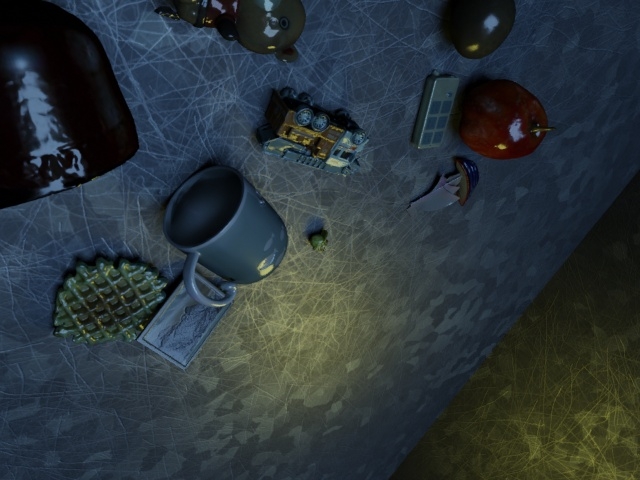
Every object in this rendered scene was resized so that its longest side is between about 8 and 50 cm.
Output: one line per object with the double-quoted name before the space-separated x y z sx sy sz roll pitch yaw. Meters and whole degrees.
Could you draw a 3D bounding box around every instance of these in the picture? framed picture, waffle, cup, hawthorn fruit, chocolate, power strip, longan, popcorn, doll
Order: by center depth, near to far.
"chocolate" -0.565 -0.272 0.929 0.384 0.384 0.331 -26 121 -18
"doll" -0.189 -0.526 1.116 0.330 0.234 0.174 7 160 -30
"cup" -0.253 0.016 1.364 0.274 0.260 0.356 45 49 -49
"waffle" -0.598 0.176 1.425 0.292 0.056 0.309 11 115 -40
"longan" 0.481 -0.657 1.495 0.198 0.198 0.212 10 127 -40
"framed picture" -0.407 0.242 1.530 0.192 0.018 0.265 43 71 -30
"power strip" 0.388 -0.437 1.689 0.118 0.046 0.270 -11 126 -30
"hawthorn fruit" 0.648 -0.403 1.704 0.287 0.330 0.286 -16 119 -33
"popcorn" 0.000 0.000 1.725 0.083 0.060 0.068 -53 136 -4

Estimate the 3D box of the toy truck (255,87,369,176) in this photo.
"toy truck" -0.009 -0.298 1.449 0.339 0.133 0.184 12 124 -38

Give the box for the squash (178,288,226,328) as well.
"squash" -0.376 0.209 1.601 0.224 0.094 0.094 -34 135 -20

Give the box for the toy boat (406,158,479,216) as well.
"toy boat" 0.495 -0.177 1.949 0.318 0.072 0.219 -47 133 7
